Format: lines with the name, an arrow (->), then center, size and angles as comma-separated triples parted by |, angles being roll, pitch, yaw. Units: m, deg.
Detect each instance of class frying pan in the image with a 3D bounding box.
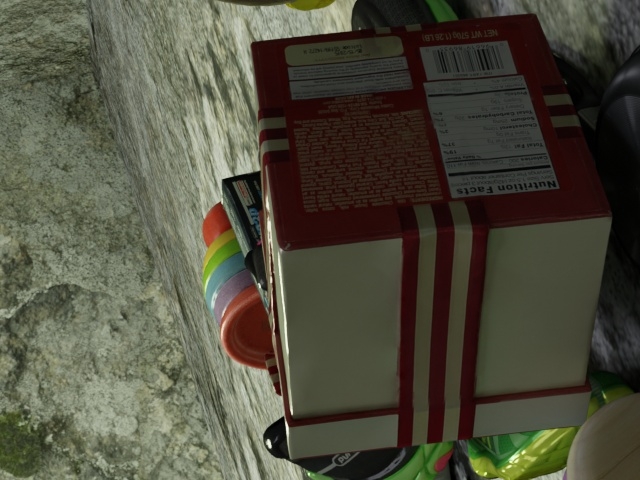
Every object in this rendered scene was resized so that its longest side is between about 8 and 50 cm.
frying pan -> 0.215, -0.086, 0.985 | 0.197, 0.053, 0.326 | 94, 154, -50

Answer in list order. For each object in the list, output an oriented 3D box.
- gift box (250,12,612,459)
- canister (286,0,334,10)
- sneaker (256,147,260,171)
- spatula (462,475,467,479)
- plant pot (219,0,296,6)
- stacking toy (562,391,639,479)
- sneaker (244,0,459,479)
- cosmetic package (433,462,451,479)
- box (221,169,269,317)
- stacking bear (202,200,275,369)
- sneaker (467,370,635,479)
gift box -> 0.079, -0.007, 1.067 | 0.276, 0.255, 0.258 | -93, 1, -45
canister -> -0.035, -0.355, 1.644 | 0.170, 0.073, 0.126 | -120, 22, -53
sneaker -> -0.024, 0.007, 1.920 | 0.123, 0.106, 0.290 | 91, 171, -57
spatula -> 0.178, 0.400, 1.650 | 0.242, 0.019, 0.168 | 96, 156, -53
plant pot -> -0.013, -0.381, 0.963 | 0.305, 0.334, 0.334 | -34, 67, 41
stacking toy -> 0.223, 0.255, 1.058 | 0.330, 0.141, 0.141 | 96, 156, -51
sneaker -> 0.039, -0.016, 1.280 | 0.185, 0.202, 0.483 | 134, 141, -75
cosmetic package -> 0.070, 0.197, 1.655 | 0.107, 0.127, 0.238 | -130, 27, -67
box -> 0.000, 0.000, 1.638 | 0.051, 0.175, 0.220 | 92, 158, -50
stacking bear -> -0.102, 0.042, 2.145 | 0.289, 0.164, 0.175 | -113, 16, -49
sneaker -> 0.175, 0.138, 1.218 | 0.295, 0.109, 0.123 | 139, 114, -74
